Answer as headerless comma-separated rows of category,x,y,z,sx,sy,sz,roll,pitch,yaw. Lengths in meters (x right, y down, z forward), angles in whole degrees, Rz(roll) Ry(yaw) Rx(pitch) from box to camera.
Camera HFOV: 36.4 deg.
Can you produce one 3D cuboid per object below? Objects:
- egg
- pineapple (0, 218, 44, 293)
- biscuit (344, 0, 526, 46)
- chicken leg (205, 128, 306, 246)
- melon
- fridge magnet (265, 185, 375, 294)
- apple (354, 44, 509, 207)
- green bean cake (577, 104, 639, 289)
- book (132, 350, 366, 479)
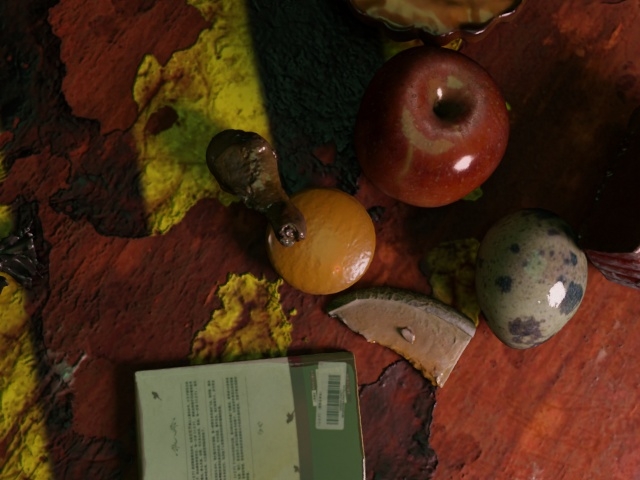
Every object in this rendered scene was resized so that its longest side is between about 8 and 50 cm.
egg,0.265,0.049,1.233,0.141,0.141,0.181,9,91,-1
pineapple,-0.477,0.035,1.222,0.251,0.125,0.125,-5,82,-14
biscuit,0.153,-0.410,1.308,0.326,0.107,0.325,0,80,0
chicken leg,-0.078,-0.071,1.239,0.085,0.069,0.198,-34,63,-6
melon,0.106,0.105,1.269,0.182,0.054,0.098,32,97,2
fridge magnet,0.000,0.000,1.262,0.143,0.063,0.143,0,82,-1
apple,0.137,-0.141,1.245,0.201,0.162,0.201,3,73,-9
green bean cake,0.414,-0.059,1.220,0.097,0.198,0.232,16,77,31
book,-0.091,0.250,1.241,0.290,0.026,0.201,-4,82,-3
